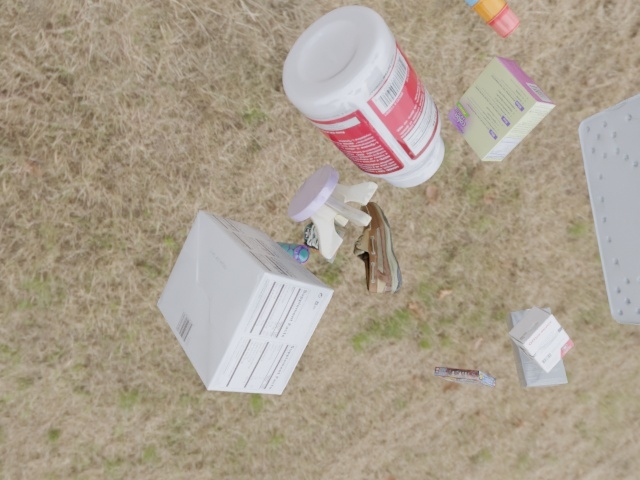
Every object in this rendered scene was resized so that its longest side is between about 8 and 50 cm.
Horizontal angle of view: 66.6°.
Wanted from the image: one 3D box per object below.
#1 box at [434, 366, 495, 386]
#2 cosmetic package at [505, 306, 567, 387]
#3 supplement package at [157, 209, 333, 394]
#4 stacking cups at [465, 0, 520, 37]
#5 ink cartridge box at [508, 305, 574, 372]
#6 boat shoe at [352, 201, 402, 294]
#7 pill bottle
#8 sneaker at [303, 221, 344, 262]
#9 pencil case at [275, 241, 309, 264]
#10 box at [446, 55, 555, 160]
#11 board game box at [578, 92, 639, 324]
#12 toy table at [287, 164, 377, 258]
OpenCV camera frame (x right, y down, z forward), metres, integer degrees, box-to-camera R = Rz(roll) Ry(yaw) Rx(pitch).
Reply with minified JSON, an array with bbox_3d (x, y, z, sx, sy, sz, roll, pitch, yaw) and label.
[{"bbox_3d":[0.399,0.378,1.349,0.094,0.137,0.027,30,64,-37],"label":"box"},{"bbox_3d":[0.678,0.339,1.541,0.127,0.237,0.107,-6,159,8],"label":"cosmetic package"},{"bbox_3d":[-0.141,0.100,0.837,0.145,0.262,0.203,19,101,-40],"label":"supplement package"},{"bbox_3d":[0.423,-0.696,1.347,0.316,0.096,0.096,40,100,-15],"label":"stacking cups"},{"bbox_3d":[0.526,0.235,1.162,0.099,0.056,0.135,-46,118,-2],"label":"ink cartridge box"},{"bbox_3d":[0.168,0.023,1.579,0.120,0.323,0.122,-8,153,-8],"label":"boat shoe"},{"bbox_3d":[0.120,-0.279,1.057,0.229,0.229,0.408,-45,142,9],"label":"pill bottle"},{"bbox_3d":[0.000,0.000,1.558,0.121,0.302,0.108,21,90,-3],"label":"sneaker"},{"bbox_3d":[-0.107,0.042,1.609,0.064,0.152,0.070,36,68,-37],"label":"pencil case"},{"bbox_3d":[0.565,-0.412,1.547,0.117,0.213,0.243,-6,146,-39],"label":"box"},{"bbox_3d":[0.584,-0.058,0.747,0.051,0.390,0.389,-7,86,-12],"label":"board game box"},{"bbox_3d":[0.029,-0.095,1.351,0.161,0.274,0.252,35,94,-14],"label":"toy table"}]
